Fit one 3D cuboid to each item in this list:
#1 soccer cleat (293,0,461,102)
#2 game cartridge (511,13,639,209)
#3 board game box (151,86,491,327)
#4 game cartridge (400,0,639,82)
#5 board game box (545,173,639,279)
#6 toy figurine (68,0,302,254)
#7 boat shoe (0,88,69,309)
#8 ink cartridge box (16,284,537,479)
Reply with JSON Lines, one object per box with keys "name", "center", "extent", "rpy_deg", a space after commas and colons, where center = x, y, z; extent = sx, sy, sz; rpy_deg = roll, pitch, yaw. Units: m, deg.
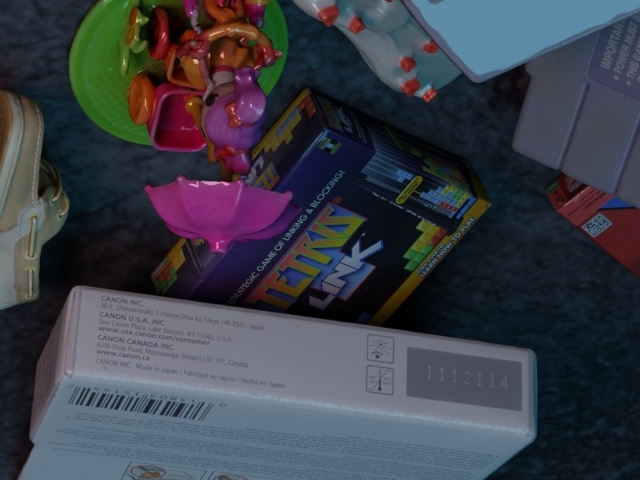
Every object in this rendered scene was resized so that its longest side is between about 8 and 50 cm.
{"name": "soccer cleat", "center": [0.032, -0.138, 1.124], "extent": [0.068, 0.076, 0.196], "rpy_deg": [-42, 152, 12]}
{"name": "game cartridge", "center": [0.248, -0.156, 1.097], "extent": [0.068, 0.230, 0.355], "rpy_deg": [-41, 154, -45]}
{"name": "board game box", "center": [0.000, 0.000, 1.247], "extent": [0.141, 0.048, 0.170], "rpy_deg": [21, 121, -36]}
{"name": "game cartridge", "center": [0.086, -0.239, 0.991], "extent": [0.198, 0.062, 0.297], "rpy_deg": [-22, 114, 5]}
{"name": "board game box", "center": [0.298, -0.080, 1.303], "extent": [0.281, 0.027, 0.145], "rpy_deg": [-40, 134, 17]}
{"name": "toy figurine", "center": [-0.054, -0.074, 1.078], "extent": [0.130, 0.159, 0.173], "rpy_deg": [3, 129, -24]}
{"name": "boat shoe", "center": [-0.175, -0.023, 1.152], "extent": [0.059, 0.063, 0.170], "rpy_deg": [-3, 142, -22]}
{"name": "ink cartridge box", "center": [-0.042, 0.125, 1.298], "extent": [0.296, 0.066, 0.261], "rpy_deg": [9, 154, -14]}
